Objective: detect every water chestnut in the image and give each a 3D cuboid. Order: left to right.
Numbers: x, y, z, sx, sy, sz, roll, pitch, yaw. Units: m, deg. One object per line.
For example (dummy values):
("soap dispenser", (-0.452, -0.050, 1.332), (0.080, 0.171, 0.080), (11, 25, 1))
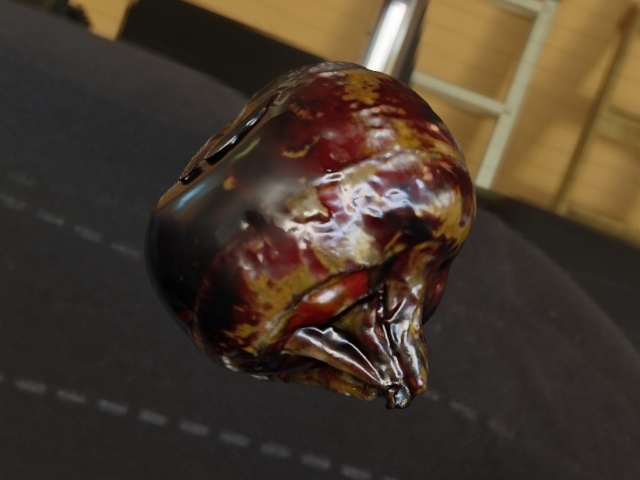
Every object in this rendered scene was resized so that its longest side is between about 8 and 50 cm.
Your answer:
("water chestnut", (0.000, 0.000, 1.157), (0.244, 0.289, 0.289), (45, -2, -12))
